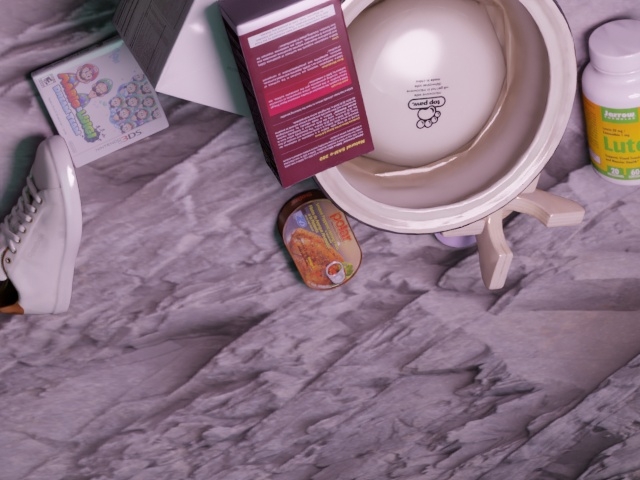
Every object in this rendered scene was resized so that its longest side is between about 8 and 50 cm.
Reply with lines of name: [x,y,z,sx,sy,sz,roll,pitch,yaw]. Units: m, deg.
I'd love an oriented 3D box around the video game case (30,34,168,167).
video game case: [-0.294,-0.188,1.663,0.143,0.019,0.157,-25,131,-8]

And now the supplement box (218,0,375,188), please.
supplement box: [-0.025,-0.193,1.487,0.130,0.073,0.239,-23,130,-10]

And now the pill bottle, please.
pill bottle: [0.486,-0.219,1.954,0.136,0.136,0.245,-25,131,-8]

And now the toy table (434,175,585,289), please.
toy table: [0.270,-0.072,1.940,0.252,0.161,0.274,-15,130,-16]

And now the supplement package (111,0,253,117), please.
supplement package: [-0.127,-0.272,1.563,0.194,0.203,0.149,13,116,-34]

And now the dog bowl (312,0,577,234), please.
dog bowl: [0.142,-0.221,1.731,0.408,0.150,0.408,-7,117,-15]

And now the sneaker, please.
sneaker: [-0.397,-0.008,1.684,0.123,0.106,0.290,-6,127,-26]

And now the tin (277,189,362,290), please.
tin: [0.000,0.000,1.939,0.106,0.040,0.189,-26,131,-2]
